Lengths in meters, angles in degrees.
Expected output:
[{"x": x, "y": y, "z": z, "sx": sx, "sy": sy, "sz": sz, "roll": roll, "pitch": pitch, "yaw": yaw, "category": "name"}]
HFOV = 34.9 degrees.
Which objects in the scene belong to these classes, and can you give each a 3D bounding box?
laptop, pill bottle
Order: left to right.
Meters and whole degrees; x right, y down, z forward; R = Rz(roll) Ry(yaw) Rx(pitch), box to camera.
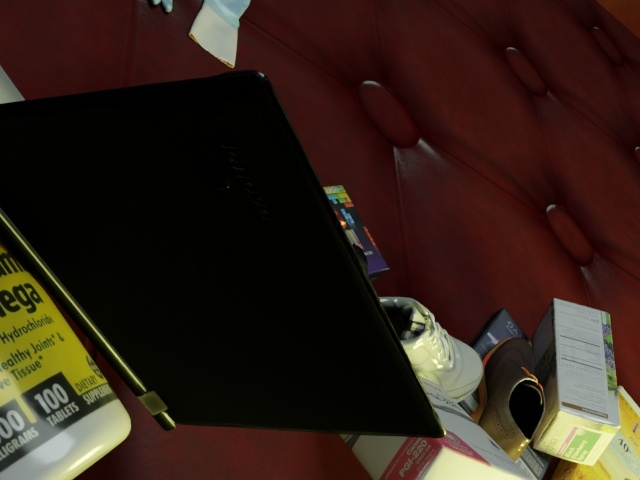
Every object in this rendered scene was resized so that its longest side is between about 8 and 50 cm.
[{"x": -0.313, "y": 0.065, "z": 0.792, "sx": 0.334, "sy": 0.188, "sz": 0.188, "roll": 54, "pitch": 33, "yaw": 3, "category": "pill bottle"}, {"x": -0.124, "y": -0.035, "z": 0.852, "sx": 0.382, "sy": 0.236, "sz": 0.408, "roll": 63, "pitch": 1, "yaw": -40, "category": "laptop"}]

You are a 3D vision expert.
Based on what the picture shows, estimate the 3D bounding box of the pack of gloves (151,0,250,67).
[{"x": -0.180, "y": -0.389, "z": 1.512, "sx": 0.195, "sy": 0.046, "sz": 0.232, "roll": 34, "pitch": 38, "yaw": -24, "category": "pack of gloves"}]

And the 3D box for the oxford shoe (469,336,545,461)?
[{"x": 0.272, "y": 0.213, "z": 1.395, "sx": 0.097, "sy": 0.098, "sz": 0.271, "roll": 45, "pitch": 34, "yaw": -11, "category": "oxford shoe"}]

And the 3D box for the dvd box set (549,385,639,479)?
[{"x": 0.467, "y": 0.432, "z": 1.501, "sx": 0.308, "sy": 0.062, "sz": 0.420, "roll": 54, "pitch": 33, "yaw": 3, "category": "dvd box set"}]

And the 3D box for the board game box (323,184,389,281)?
[{"x": 0.000, "y": 0.000, "z": 1.359, "sx": 0.170, "sy": 0.048, "sz": 0.141, "roll": -11, "pitch": 67, "yaw": -54, "category": "board game box"}]

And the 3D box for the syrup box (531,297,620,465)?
[{"x": 0.373, "y": 0.204, "z": 1.501, "sx": 0.096, "sy": 0.093, "sz": 0.237, "roll": 16, "pitch": 39, "yaw": -3, "category": "syrup box"}]

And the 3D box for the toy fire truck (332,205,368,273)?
[{"x": -0.078, "y": 0.010, "z": 1.125, "sx": 0.158, "sy": 0.217, "sz": 0.246, "roll": 10, "pitch": 37, "yaw": -45, "category": "toy fire truck"}]

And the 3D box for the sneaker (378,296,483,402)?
[{"x": 0.117, "y": 0.136, "z": 1.299, "sx": 0.292, "sy": 0.118, "sz": 0.110, "roll": 19, "pitch": 43, "yaw": -37, "category": "sneaker"}]

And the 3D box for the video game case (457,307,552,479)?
[{"x": 0.285, "y": 0.232, "z": 1.504, "sx": 0.196, "sy": 0.026, "sz": 0.274, "roll": 52, "pitch": 32, "yaw": 1, "category": "video game case"}]

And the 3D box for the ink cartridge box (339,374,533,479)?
[{"x": 0.114, "y": 0.229, "z": 1.154, "sx": 0.158, "sy": 0.092, "sz": 0.218, "roll": 28, "pitch": 7, "yaw": -33, "category": "ink cartridge box"}]
